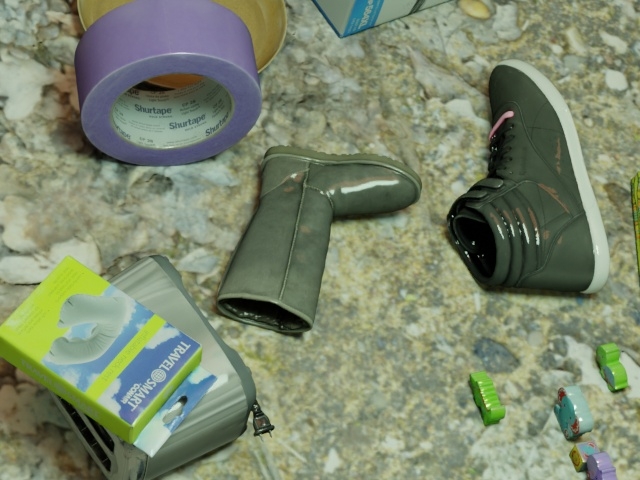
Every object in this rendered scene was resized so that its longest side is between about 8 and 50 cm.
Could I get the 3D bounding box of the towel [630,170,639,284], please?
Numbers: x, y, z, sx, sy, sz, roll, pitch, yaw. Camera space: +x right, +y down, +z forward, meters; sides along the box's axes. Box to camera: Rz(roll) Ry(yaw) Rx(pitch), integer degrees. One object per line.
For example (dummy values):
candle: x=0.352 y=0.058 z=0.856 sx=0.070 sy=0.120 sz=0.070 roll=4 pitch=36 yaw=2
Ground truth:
towel: x=0.397 y=0.028 z=2.163 sx=0.102 sy=0.021 sz=0.237 roll=7 pitch=54 yaw=-8

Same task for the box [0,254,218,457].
box: x=-0.193 y=0.104 z=1.798 sx=0.178 sy=0.042 sz=0.109 roll=33 pitch=60 yaw=13

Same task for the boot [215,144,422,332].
boot: x=0.001 y=0.002 z=2.050 sx=0.190 sy=0.076 sz=0.208 roll=5 pitch=46 yaw=7

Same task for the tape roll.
tape roll: x=-0.158 y=-0.163 z=2.057 sx=0.189 sy=0.189 sz=0.080 roll=0 pitch=55 yaw=-14

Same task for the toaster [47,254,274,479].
toaster: x=-0.165 y=0.134 z=1.883 sx=0.146 sy=0.129 sz=0.227 roll=-27 pitch=67 yaw=-25

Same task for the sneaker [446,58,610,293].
sneaker: x=0.199 y=-0.073 z=2.131 sx=0.147 sy=0.104 sz=0.295 roll=-4 pitch=60 yaw=-23

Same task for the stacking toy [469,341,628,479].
stacking toy: x=0.267 y=0.204 z=1.985 sx=0.167 sy=0.052 sz=0.221 roll=-11 pitch=58 yaw=-21

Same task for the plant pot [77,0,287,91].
plant pot: x=-0.156 y=-0.251 z=2.218 sx=0.236 sy=0.032 sz=0.236 roll=6 pitch=53 yaw=-9

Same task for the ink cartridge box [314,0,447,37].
ink cartridge box: x=0.079 y=-0.339 z=2.306 sx=0.203 sy=0.086 sz=0.148 roll=-21 pitch=63 yaw=-27
